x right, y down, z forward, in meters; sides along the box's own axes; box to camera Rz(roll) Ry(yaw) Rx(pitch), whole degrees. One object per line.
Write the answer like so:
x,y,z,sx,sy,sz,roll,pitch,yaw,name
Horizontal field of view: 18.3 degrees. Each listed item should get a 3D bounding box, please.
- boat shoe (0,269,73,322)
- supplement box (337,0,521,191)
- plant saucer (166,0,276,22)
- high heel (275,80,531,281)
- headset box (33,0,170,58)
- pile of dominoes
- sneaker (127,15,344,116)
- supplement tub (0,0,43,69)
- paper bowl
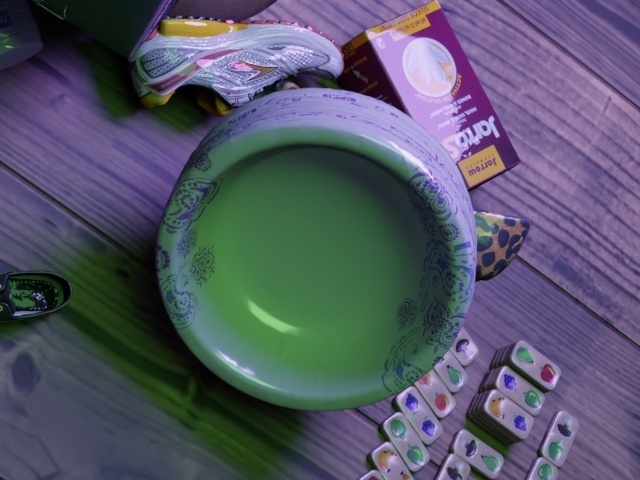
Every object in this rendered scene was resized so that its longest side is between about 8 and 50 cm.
-0.283,0.049,1.749,0.133,0.042,0.049,-4,79,-29,boat shoe
0.104,-0.131,2.000,0.104,0.081,0.188,-27,89,-33,supplement box
-0.134,-0.363,1.960,0.310,0.050,0.311,10,69,-26,plant saucer
0.077,-0.065,1.912,0.186,0.093,0.261,-26,101,3,high heel
-0.211,-0.278,1.729,0.218,0.110,0.293,32,17,-5,headset box
0.152,0.209,1.945,0.196,0.040,0.251,37,60,-15,pile of dominoes
-0.083,-0.163,1.914,0.225,0.088,0.093,-2,88,-26,sneaker
-0.301,-0.213,1.803,0.071,0.071,0.107,-20,84,-33,supplement tub
0.000,0.000,1.803,0.284,0.284,0.148,40,22,-13,paper bowl
